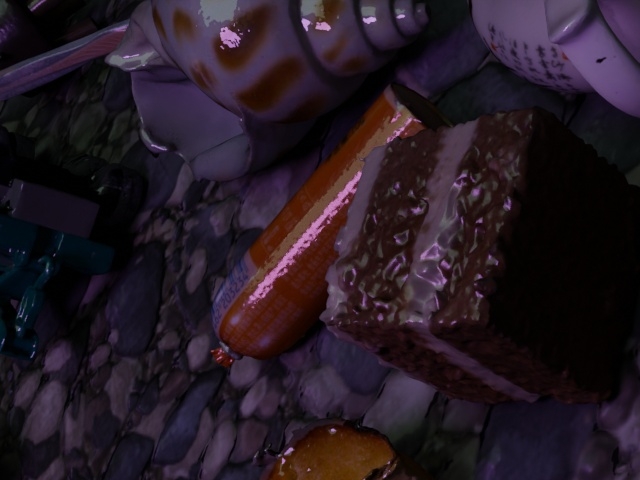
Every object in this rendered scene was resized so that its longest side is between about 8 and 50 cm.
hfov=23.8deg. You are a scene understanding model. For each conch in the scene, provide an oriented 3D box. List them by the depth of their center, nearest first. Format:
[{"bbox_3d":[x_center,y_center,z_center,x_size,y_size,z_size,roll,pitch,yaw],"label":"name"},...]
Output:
[{"bbox_3d":[-0.043,-0.148,1.132,0.149,0.182,0.275,-36,26,-26],"label":"conch"}]

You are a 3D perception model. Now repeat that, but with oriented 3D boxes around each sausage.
[{"bbox_3d":[0.000,0.000,1.036,0.234,0.071,0.071,-48,35,17],"label":"sausage"}]

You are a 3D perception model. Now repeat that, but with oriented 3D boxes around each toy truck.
[{"bbox_3d":[-0.309,-0.024,1.380,0.363,0.176,0.178,23,93,56],"label":"toy truck"}]

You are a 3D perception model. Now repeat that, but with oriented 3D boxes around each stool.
[{"bbox_3d":[-0.306,-0.227,1.580,0.121,0.125,0.217,-39,16,1],"label":"stool"}]

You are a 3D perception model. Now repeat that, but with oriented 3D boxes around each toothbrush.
[{"bbox_3d":[-0.196,-0.181,1.384,0.375,0.028,0.037,-18,45,24],"label":"toothbrush"}]

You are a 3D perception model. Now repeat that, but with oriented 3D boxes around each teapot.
[{"bbox_3d":[0.169,-0.180,0.879,0.208,0.166,0.299,-27,34,24],"label":"teapot"}]

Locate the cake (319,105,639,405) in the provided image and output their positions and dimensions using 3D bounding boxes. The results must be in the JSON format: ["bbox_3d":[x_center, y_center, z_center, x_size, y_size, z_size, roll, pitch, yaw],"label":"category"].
[{"bbox_3d":[0.088,0.012,0.853,0.147,0.134,0.135,-1,63,46],"label":"cake"}]

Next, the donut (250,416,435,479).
[{"bbox_3d":[0.004,0.196,0.883,0.146,0.078,0.181,-9,65,51],"label":"donut"}]
